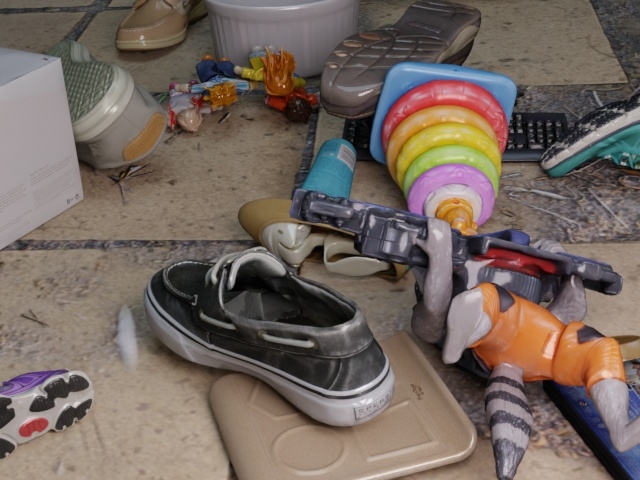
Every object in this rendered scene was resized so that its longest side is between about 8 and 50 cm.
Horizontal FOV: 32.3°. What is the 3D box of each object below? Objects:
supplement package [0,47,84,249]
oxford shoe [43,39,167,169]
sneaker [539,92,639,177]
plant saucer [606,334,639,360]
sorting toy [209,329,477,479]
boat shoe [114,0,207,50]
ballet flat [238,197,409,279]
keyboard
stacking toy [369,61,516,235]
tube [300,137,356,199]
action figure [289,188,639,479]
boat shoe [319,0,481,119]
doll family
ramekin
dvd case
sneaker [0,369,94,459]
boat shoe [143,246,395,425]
[{"bbox_3d":[-0.432,-0.117,1.406,0.149,0.203,0.194,13,32,27],"label":"supplement package"},{"bbox_3d":[-0.355,-0.197,1.639,0.169,0.130,0.449,-54,33,-7],"label":"oxford shoe"},{"bbox_3d":[0.424,-0.134,1.445,0.275,0.110,0.107,-20,11,6],"label":"sneaker"},{"bbox_3d":[0.283,0.105,1.078,0.083,0.015,0.083,-10,1,0],"label":"plant saucer"},{"bbox_3d":[0.015,0.167,1.020,0.208,0.038,0.193,-15,30,-11],"label":"sorting toy"},{"bbox_3d":[-0.301,-0.447,2.086,0.122,0.110,0.341,3,29,12],"label":"boat shoe"},{"bbox_3d":[0.000,0.000,1.282,0.232,0.080,0.073,7,45,21],"label":"ballet flat"},{"bbox_3d":[0.193,-0.171,1.597,0.317,0.033,0.201,1,35,7],"label":"keyboard"},{"bbox_3d":[0.158,-0.070,1.337,0.175,0.165,0.302,6,40,-6],"label":"stacking toy"},{"bbox_3d":[0.008,-0.065,1.422,0.080,0.052,0.207,21,32,-2],"label":"tube"},{"bbox_3d":[0.124,0.072,1.012,0.341,0.178,0.330,15,8,-7],"label":"action figure"},{"bbox_3d":[0.122,-0.230,1.554,0.132,0.130,0.355,23,38,28],"label":"boat shoe"},{"bbox_3d":[-0.125,-0.242,1.685,0.263,0.118,0.163,-7,29,-7],"label":"doll family"},{"bbox_3d":[-0.063,-0.380,1.913,0.277,0.135,0.277,-3,28,1],"label":"ramekin"},{"bbox_3d":[0.358,0.153,1.017,0.253,0.022,0.180,-11,29,-12],"label":"dvd case"},{"bbox_3d":[-0.300,0.164,1.046,0.170,0.068,0.071,-13,14,-34],"label":"sneaker"},{"bbox_3d":[-0.057,0.061,1.064,0.335,0.119,0.121,18,37,43],"label":"boat shoe"}]
